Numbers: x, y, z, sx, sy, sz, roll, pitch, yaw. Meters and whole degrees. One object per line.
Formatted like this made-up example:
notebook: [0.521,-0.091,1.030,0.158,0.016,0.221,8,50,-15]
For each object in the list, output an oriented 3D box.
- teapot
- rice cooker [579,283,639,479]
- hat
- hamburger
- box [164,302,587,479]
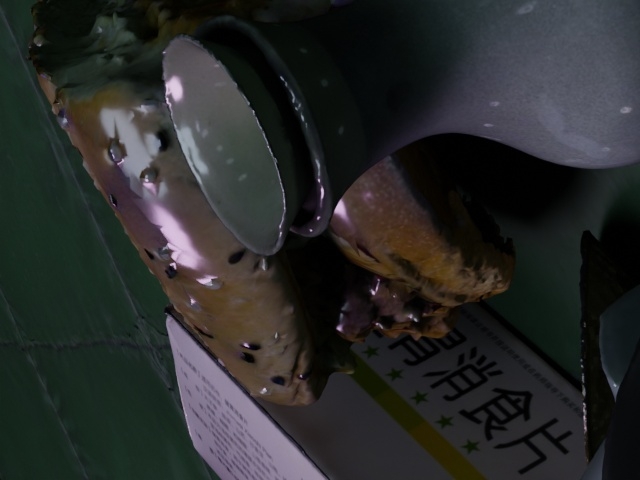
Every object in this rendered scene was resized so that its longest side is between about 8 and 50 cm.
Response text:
teapot: [0.058,-0.092,0.881,0.183,0.251,0.183,49,154,33]
rice cooker: [0.220,0.142,0.768,0.317,0.264,0.317,51,156,34]
hat: [0.181,0.065,1.044,0.146,0.067,0.146,-2,-90,-79]
hamburger: [-0.024,-0.052,1.105,0.277,0.195,0.318,62,-178,-19]
box: [0.058,0.141,1.233,0.333,0.173,0.145,42,151,42]
